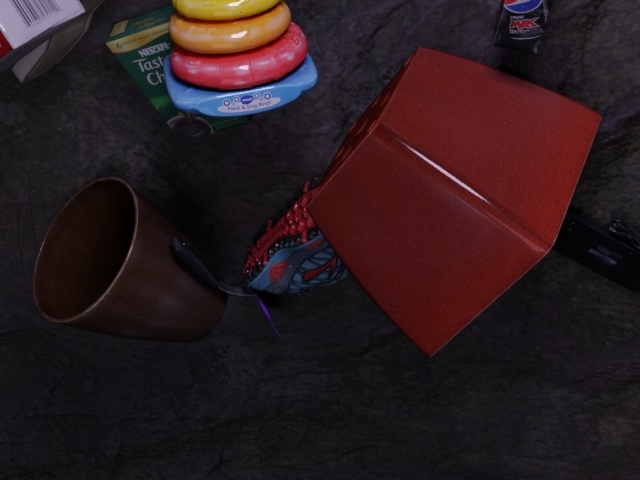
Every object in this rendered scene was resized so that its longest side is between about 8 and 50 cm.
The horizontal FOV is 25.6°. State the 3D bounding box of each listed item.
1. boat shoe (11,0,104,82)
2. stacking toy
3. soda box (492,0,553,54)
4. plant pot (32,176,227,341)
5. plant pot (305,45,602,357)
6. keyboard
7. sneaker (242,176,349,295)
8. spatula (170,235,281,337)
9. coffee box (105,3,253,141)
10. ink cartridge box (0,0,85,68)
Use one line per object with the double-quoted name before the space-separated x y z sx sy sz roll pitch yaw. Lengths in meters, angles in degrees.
"boat shoe" -0.286 -0.314 1.633 0.097 0.116 0.324 50 128 0
"stacking toy" -0.106 -0.305 1.583 0.175 0.166 0.302 -10 121 -7
"soda box" 0.236 -0.289 1.558 0.053 0.060 0.169 12 140 2
"plant pot" -0.249 0.056 1.991 0.215 0.215 0.230 -23 142 34
"plant pot" 0.144 -0.072 1.701 0.235 0.267 0.267 36 136 -6
"keyboard" 0.389 0.007 1.885 0.180 0.023 0.108 26 144 -16
"sneaker" 0.000 0.000 1.939 0.125 0.104 0.262 21 148 -24
"spatula" -0.130 0.062 1.989 0.030 0.084 0.296 -39 143 10
"coffee box" -0.175 -0.209 1.772 0.113 0.040 0.184 -12 133 26
"ink cartridge box" -0.467 -0.292 1.603 0.309 0.130 0.272 -25 101 40
